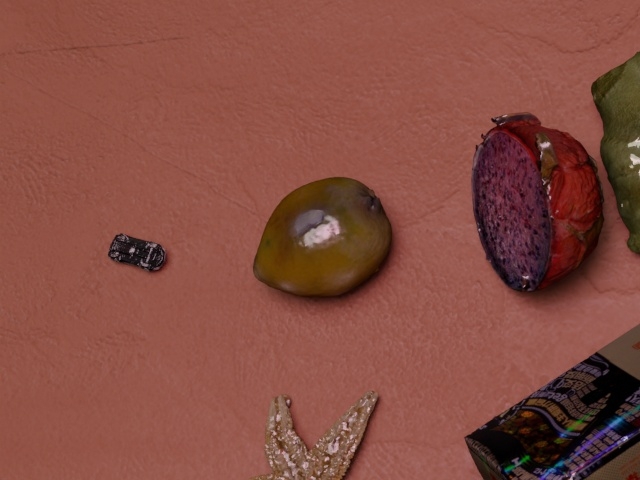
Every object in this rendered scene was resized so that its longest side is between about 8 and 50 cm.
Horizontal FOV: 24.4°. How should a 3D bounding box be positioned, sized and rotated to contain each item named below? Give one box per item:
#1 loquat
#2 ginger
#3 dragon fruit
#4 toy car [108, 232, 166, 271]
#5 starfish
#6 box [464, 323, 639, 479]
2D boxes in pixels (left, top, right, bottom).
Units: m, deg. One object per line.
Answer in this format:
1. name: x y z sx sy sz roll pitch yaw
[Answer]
1. loquat: 0.000 0.000 1.935 0.195 0.152 0.152 -33 65 15
2. ginger: 0.422 -0.104 1.856 0.137 0.089 0.290 -7 69 8
3. dragon fruit: 0.295 -0.052 1.843 0.148 0.218 0.224 -10 110 -18
4. toy car: -0.255 0.018 2.075 0.093 0.025 0.041 15 79 26
5. starfish: 0.001 0.295 1.884 0.295 0.048 0.231 8 75 20
6. box: 0.340 0.206 1.684 0.310 0.084 0.198 -31 21 -9
